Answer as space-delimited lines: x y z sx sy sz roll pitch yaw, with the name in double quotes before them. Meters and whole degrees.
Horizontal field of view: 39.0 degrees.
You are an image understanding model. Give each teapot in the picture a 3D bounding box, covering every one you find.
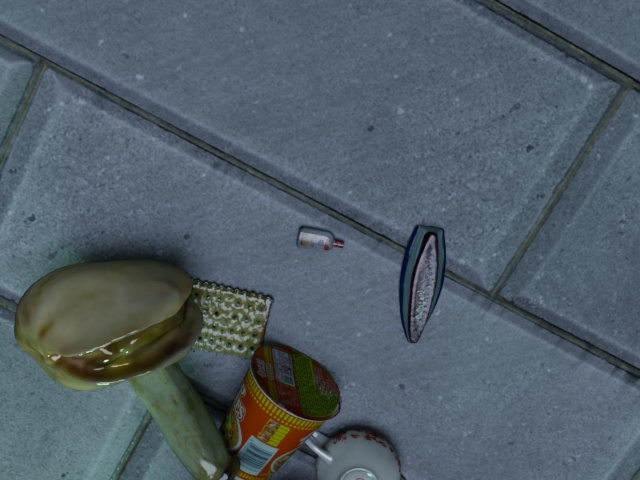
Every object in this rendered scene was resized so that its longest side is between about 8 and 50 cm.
"teapot" 0.061 0.430 1.719 0.245 0.116 0.159 42 115 -6

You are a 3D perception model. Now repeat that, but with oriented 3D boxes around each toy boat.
"toy boat" 0.181 0.087 1.630 0.080 0.046 0.229 7 106 -5

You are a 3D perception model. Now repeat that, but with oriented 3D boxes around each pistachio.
"pistachio" -0.365 0.138 1.549 0.321 0.238 0.229 -8 132 6

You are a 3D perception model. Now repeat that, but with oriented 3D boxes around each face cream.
"face cream" 0.000 0.000 1.613 0.083 0.021 0.040 10 109 -3

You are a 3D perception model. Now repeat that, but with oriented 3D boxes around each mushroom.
"mushroom" -0.253 0.312 1.620 0.100 0.081 0.312 -39 72 10

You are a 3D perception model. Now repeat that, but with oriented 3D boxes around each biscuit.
"biscuit" -0.196 0.144 1.665 0.203 0.016 0.144 11 108 -4

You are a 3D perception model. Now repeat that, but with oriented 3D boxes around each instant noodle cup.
"instant noodle cup" -0.092 0.330 1.652 0.193 0.193 0.212 29 115 -9
